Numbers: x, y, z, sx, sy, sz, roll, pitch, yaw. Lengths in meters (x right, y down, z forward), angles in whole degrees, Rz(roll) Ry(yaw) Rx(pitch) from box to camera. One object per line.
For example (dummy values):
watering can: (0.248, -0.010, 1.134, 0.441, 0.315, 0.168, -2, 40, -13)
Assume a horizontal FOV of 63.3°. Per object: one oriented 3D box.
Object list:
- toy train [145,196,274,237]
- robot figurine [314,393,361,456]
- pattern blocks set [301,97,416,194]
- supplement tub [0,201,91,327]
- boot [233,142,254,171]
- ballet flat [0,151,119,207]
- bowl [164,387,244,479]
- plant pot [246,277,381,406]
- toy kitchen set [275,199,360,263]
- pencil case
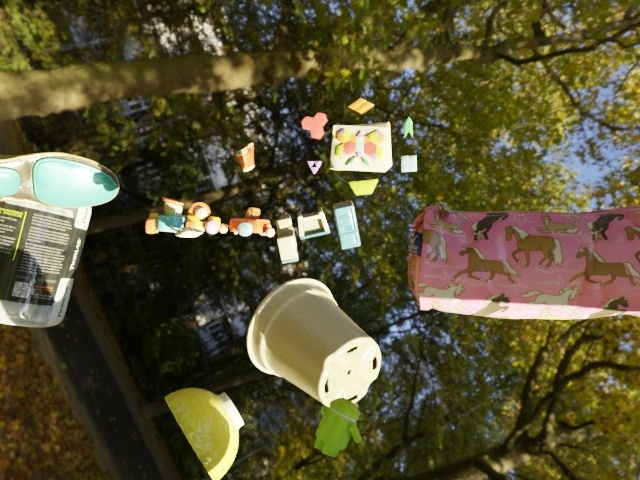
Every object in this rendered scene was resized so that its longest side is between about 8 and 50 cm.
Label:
toy train: (-0.143, -0.030, 0.674, 0.125, 0.166, 0.046, 4, -87, 31)
robot figurine: (0.034, 0.364, 1.024, 0.067, 0.115, 0.101, 35, -14, -38)
pattern blocks set: (0.117, -0.276, 1.529, 0.026, 0.325, 0.285, 19, 60, -80)
supplement tub: (-0.624, 0.003, 1.117, 0.207, 0.207, 0.337, 180, -77, -69)
boot: (-0.253, -0.285, 1.776, 0.158, 0.059, 0.084, -78, 148, -66)
ballet flat: (-0.394, -0.089, 0.691, 0.073, 0.232, 0.080, 37, -61, 44)
bowl: (-0.324, 0.546, 1.548, 0.289, 0.156, 0.289, 46, -25, 29)
plant pot: (0.001, 0.320, 1.538, 0.305, 0.334, 0.333, 28, -42, 47)
toy kitchen set: (0.000, 0.000, 1.317, 0.166, 0.207, 0.122, -103, -179, -66)
pencil case: (0.330, 0.030, 0.798, 0.160, 0.386, 0.167, -77, 163, -45)
